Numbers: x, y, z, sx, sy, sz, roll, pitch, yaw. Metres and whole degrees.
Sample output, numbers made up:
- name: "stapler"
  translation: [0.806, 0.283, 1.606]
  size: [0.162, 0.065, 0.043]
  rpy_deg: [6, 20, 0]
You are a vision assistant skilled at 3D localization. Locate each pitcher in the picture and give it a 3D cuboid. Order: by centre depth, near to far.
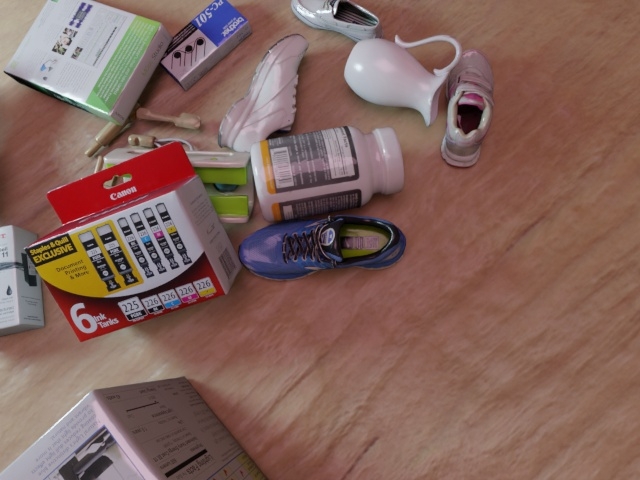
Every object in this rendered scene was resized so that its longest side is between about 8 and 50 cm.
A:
- name: "pitcher"
  translation: [0.168, -0.354, 1.045]
  size: [0.207, 0.125, 0.178]
  rpy_deg: [28, 112, 11]

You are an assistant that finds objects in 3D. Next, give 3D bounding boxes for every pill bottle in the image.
- name: "pill bottle"
  translation: [0.012, -0.135, 1.003]
  size: [0.278, 0.162, 0.162]
  rpy_deg: [-10, 77, -3]

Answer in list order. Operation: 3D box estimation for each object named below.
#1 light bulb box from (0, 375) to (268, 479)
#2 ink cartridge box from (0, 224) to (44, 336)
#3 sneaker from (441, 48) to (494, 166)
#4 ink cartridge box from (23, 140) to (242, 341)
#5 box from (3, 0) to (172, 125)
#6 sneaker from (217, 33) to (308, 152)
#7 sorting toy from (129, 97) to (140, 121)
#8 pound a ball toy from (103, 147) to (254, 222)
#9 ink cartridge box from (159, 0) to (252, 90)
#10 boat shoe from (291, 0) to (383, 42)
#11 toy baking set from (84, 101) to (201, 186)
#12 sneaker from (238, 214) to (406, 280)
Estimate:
- name: "light bulb box"
  translation: [-0.245, 0.428, 0.799]
  size: [0.225, 0.358, 0.361]
  rpy_deg: [-43, 77, -4]
- name: "ink cartridge box"
  translation: [-0.664, 0.087, 1.040]
  size: [0.153, 0.087, 0.208]
  rpy_deg: [-13, 76, 0]
- name: "sneaker"
  translation: [0.310, -0.284, 1.042]
  size: [0.102, 0.111, 0.252]
  rpy_deg: [5, 78, 5]
- name: "ink cartridge box"
  translation: [-0.346, 0.003, 0.930]
  size: [0.309, 0.130, 0.272]
  rpy_deg: [-19, 107, 12]
- name: "box"
  translation: [-0.515, -0.411, 1.131]
  size: [0.322, 0.058, 0.232]
  rpy_deg: [24, 82, 19]
- name: "sneaker"
  translation: [-0.100, -0.301, 1.092]
  size: [0.129, 0.111, 0.297]
  rpy_deg: [30, 85, -6]
- name: "sorting toy"
  translation: [-0.435, -0.306, 1.148]
  size: [0.062, 0.012, 0.083]
  rpy_deg: [-8, 78, 2]
- name: "pound a ball toy"
  translation: [-0.299, -0.080, 1.044]
  size: [0.319, 0.136, 0.208]
  rpy_deg: [1, 112, 0]
- name: "ink cartridge box"
  translation: [-0.264, -0.444, 1.149]
  size: [0.207, 0.046, 0.097]
  rpy_deg: [-43, 79, -5]
- name: "boat shoe"
  translation: [0.038, -0.508, 1.128]
  size: [0.226, 0.076, 0.083]
  rpy_deg: [24, 80, 9]
- name: "toy baking set"
  translation: [-0.385, -0.203, 1.115]
  size: [0.196, 0.030, 0.256]
  rpy_deg: [40, 90, 4]
- name: "sneaker"
  translation: [0.000, 0.000, 0.984]
  size: [0.329, 0.147, 0.130]
  rpy_deg: [-7, 77, 4]
